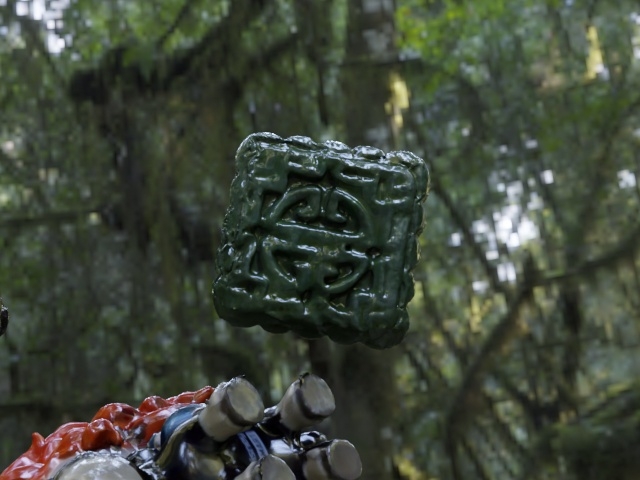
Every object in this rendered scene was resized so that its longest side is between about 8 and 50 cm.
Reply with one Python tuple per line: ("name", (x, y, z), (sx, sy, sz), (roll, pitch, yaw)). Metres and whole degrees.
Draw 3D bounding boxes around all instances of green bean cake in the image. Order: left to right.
("green bean cake", (0.000, 0.000, 1.364), (0.185, 0.183, 0.094), (9, -1, 3))

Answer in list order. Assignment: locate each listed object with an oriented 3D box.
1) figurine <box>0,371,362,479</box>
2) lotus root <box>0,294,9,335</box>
("figurine", (-0.148, 0.239, 1.331), (0.306, 0.241, 0.412), (-32, -3, -28))
("lotus root", (-0.417, 0.084, 1.546), (0.138, 0.138, 0.214), (-24, -7, 39))
